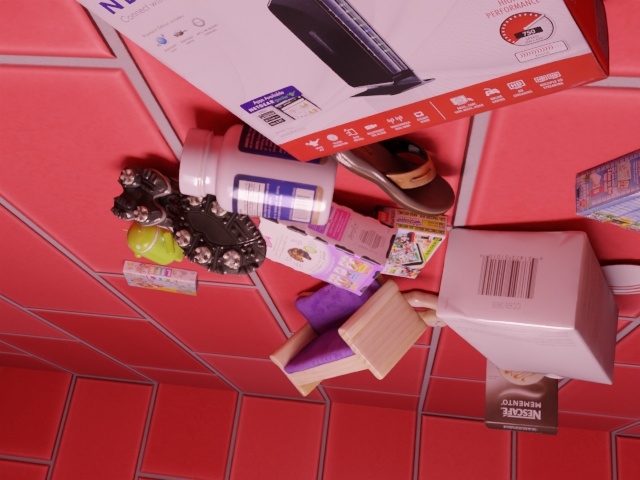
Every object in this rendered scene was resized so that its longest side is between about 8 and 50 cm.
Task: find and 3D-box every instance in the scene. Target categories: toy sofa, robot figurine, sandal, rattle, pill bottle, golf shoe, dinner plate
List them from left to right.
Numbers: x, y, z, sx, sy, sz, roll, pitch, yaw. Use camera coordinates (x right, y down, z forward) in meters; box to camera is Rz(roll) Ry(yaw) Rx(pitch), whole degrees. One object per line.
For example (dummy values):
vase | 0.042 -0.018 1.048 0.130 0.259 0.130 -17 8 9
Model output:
robot figurine | -0.294 0.001 1.188 0.101 0.067 0.115 -1 157 37
golf shoe | -0.170 -0.035 0.958 0.273 0.105 0.120 28 -170 27
pill bottle | -0.076 -0.086 0.838 0.186 0.112 0.112 9 158 -2
toy sofa | 0.027 0.181 1.322 0.177 0.150 0.362 51 150 -3
sandal | 0.097 -0.098 0.822 0.219 0.090 0.060 30 128 -30
rattle | 0.236 0.191 1.404 0.199 0.143 0.130 30 131 -33
dinner plate | 0.514 0.063 1.144 0.141 0.017 0.141 6 159 2

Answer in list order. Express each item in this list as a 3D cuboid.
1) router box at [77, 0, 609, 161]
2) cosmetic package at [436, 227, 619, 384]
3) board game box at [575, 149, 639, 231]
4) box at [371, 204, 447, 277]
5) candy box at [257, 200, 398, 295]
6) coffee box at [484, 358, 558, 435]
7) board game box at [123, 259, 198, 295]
router box | 0.022 -0.200 0.560 0.335 0.082 0.301 -10 153 38
cosmetic package | 0.367 0.122 1.133 0.217 0.156 0.385 3 161 31
board game box | 0.444 -0.066 0.787 0.194 0.060 0.194 13 158 -14
box | 0.127 0.007 1.105 0.114 0.036 0.207 9 158 -2
candy box | 0.000 0.000 1.031 0.196 0.070 0.165 23 158 -2
coffee box | 0.409 0.257 1.353 0.141 0.246 0.098 0 157 17
board game box | -0.348 0.084 1.467 0.154 0.026 0.103 9 158 -5
